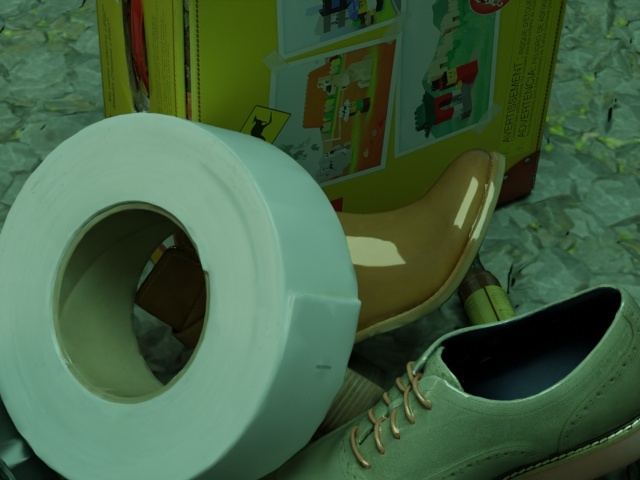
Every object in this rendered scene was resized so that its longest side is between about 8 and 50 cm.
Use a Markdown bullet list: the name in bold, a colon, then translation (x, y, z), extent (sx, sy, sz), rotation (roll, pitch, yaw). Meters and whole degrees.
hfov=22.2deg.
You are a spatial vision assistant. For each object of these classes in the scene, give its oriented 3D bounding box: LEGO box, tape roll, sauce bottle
- **LEGO box**: translation (0.010, -0.218, 1.390), extent (0.372, 0.500, 0.193), rotation (-19, 49, -21)
- **tape roll**: translation (-0.115, 0.050, 1.227), extent (0.286, 0.286, 0.100), rotation (38, 15, 30)
- **sauce bottle**: translation (0.147, 0.056, 1.445), extent (0.042, 0.042, 0.128), rotation (-8, 47, -10)

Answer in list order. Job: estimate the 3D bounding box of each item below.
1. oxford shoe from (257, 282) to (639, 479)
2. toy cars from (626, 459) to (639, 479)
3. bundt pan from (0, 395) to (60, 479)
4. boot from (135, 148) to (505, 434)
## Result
- **oxford shoe**: translation (0.070, 0.143, 1.235), extent (0.397, 0.146, 0.140), rotation (-27, 41, -1)
- **toy cars**: translation (0.239, 0.192, 1.284), extent (0.176, 0.087, 0.394), rotation (25, 50, 21)
- **bundt pan**: translation (-0.264, 0.197, 1.121), extent (0.124, 0.331, 0.331), rotation (-33, 52, -1)
- **boot**: translation (0.000, 0.000, 1.335), extent (0.220, 0.283, 0.109), rotation (34, 9, -3)
